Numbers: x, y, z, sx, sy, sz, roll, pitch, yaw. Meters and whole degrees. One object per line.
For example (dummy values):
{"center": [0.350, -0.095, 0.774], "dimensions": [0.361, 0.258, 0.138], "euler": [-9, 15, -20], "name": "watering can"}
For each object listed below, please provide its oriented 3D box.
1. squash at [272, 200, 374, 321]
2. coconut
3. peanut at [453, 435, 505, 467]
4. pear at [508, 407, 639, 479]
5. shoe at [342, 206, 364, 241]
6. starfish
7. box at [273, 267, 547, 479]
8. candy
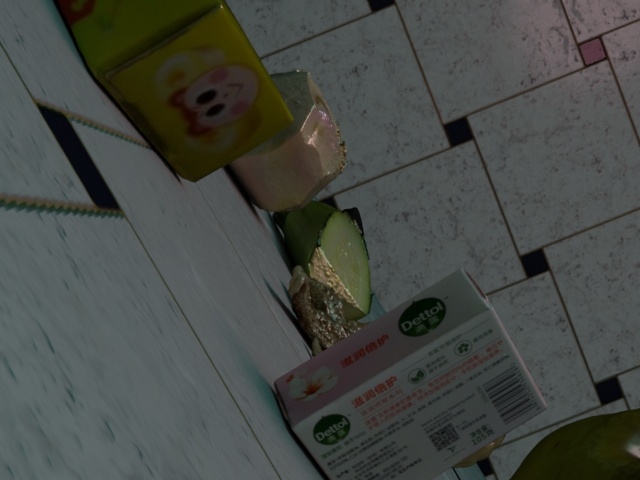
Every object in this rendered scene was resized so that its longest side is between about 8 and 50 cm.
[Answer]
{"center": [0.002, -0.002, 1.337], "dimensions": [0.090, 0.075, 0.200], "euler": [28, 16, -27], "name": "squash"}
{"center": [-0.040, -0.098, 1.244], "dimensions": [0.122, 0.116, 0.116], "euler": [58, 3, -41], "name": "coconut"}
{"center": [0.127, 0.161, 1.470], "dimensions": [0.123, 0.123, 0.257], "euler": [59, 1, -14], "name": "peanut"}
{"center": [0.254, 0.281, 0.978], "dimensions": [0.287, 0.287, 0.375], "euler": [-117, -168, -57], "name": "pear"}
{"center": [0.012, 0.030, 1.423], "dimensions": [0.179, 0.049, 0.071], "euler": [-79, 157, -54], "name": "shoe"}
{"center": [0.020, 0.076, 1.081], "dimensions": [0.150, 0.053, 0.210], "euler": [56, 2, 40], "name": "starfish"}
{"center": [0.050, 0.085, 0.741], "dimensions": [0.089, 0.125, 0.043], "euler": [59, 1, -35], "name": "box"}
{"center": [-0.126, -0.185, 0.871], "dimensions": [0.276, 0.088, 0.146], "euler": [62, 2, 31], "name": "candy"}
